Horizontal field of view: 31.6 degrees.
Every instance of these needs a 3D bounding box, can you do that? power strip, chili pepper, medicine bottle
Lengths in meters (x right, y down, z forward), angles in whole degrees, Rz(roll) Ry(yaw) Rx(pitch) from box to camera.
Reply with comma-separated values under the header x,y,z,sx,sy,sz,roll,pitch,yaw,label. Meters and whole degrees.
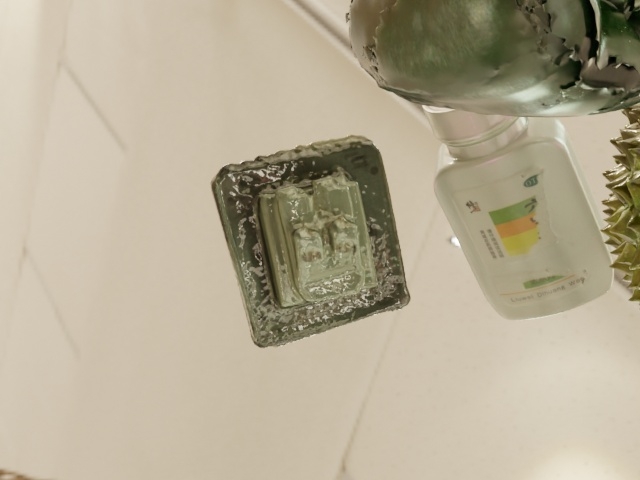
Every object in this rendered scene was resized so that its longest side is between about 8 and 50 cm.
x,y,z,sx,sy,sz,roll,pitch,yaw,label
0.000,0.000,1.238,0.064,0.198,0.213,-164,-122,-71,power strip
0.122,-0.195,0.619,0.256,0.248,0.233,12,-55,60,chili pepper
0.222,-0.054,1.295,0.111,0.161,0.296,-75,143,-57,medicine bottle

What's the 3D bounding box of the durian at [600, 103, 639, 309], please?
x,y,z,sx,sy,sz,roll,pitch,yaw,label
0.342,-0.029,0.890,0.291,0.291,0.225,61,-40,41,durian
